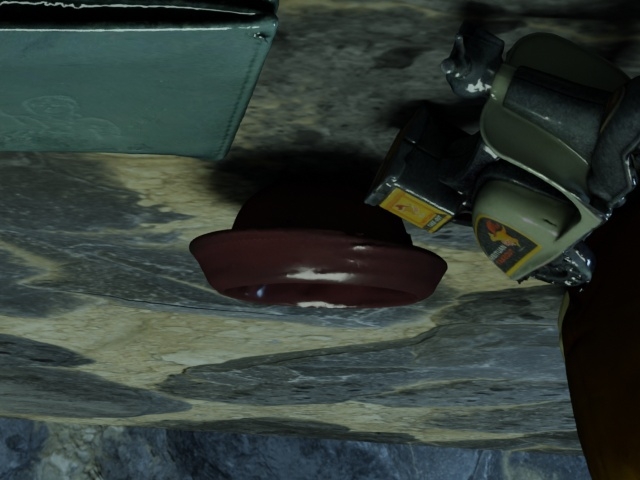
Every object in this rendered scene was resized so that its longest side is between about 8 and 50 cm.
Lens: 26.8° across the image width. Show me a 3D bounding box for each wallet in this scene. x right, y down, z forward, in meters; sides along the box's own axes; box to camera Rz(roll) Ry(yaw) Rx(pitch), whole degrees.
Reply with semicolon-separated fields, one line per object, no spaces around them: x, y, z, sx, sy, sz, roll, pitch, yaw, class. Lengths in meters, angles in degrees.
-0.182;-0.096;0.762;0.290;0.054;0.251;0;169;-12;wallet

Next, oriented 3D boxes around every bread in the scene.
0.302;0.088;1.005;0.225;0.250;0.279;1;167;-9;bread

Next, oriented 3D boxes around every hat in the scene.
0.000;0.000;1.022;0.205;0.089;0.205;2;170;0;hat

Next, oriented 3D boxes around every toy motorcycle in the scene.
0.124;-0.049;0.775;0.157;0.091;0.263;27;162;-2;toy motorcycle

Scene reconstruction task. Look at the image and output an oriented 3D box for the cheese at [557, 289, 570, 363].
0.392;0.097;1.293;0.326;0.115;0.318;-9;162;28;cheese
